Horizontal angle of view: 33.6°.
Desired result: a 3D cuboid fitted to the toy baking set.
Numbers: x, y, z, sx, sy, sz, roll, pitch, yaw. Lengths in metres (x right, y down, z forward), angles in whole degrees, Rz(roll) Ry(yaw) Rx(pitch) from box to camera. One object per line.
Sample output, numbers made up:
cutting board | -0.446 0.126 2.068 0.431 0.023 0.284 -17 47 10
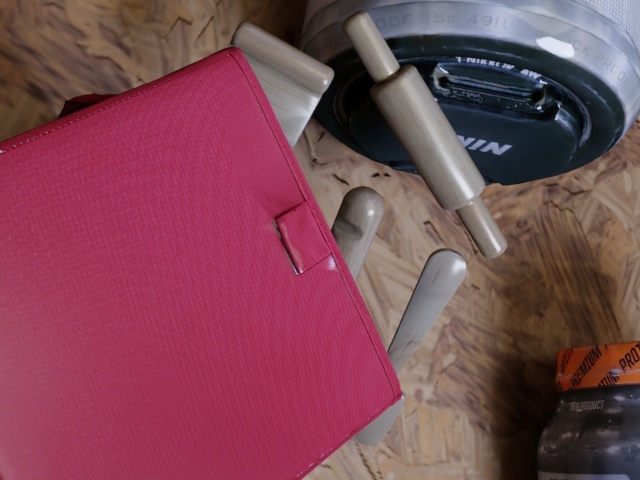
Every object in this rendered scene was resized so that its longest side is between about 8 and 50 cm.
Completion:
toy baking set | 0.005 -0.005 0.627 0.256 0.196 0.030 52 18 -15

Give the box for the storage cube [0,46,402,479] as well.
storage cube | -0.113 0.048 0.502 0.193 0.183 0.215 -31 100 -38

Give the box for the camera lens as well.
camera lens | 0.107 -0.189 0.708 0.219 0.219 0.274 22 67 -34

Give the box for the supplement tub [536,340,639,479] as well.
supplement tub | 0.266 0.240 0.754 0.207 0.207 0.338 2 80 -39
